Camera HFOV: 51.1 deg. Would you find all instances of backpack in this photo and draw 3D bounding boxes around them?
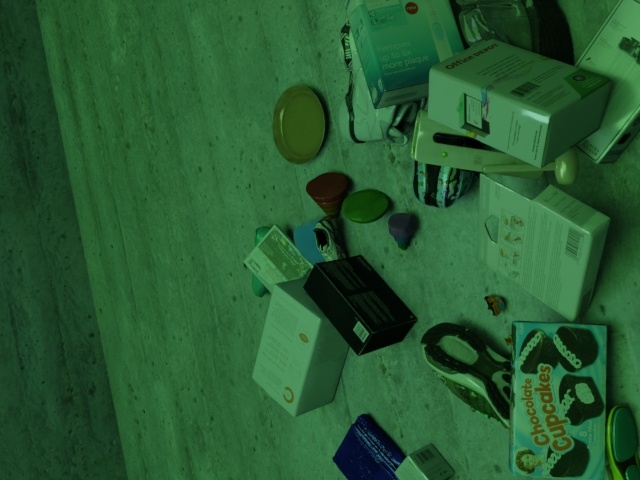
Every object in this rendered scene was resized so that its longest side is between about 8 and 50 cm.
[{"bbox_3d":[0.302,-0.168,1.608,0.158,0.117,0.173,16,107,44],"label":"backpack"}]

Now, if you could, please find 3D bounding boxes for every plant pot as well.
[{"bbox_3d":[-0.060,-0.348,2.022,0.236,0.032,0.236,10,105,45],"label":"plant pot"}]

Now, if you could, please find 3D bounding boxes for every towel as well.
[{"bbox_3d":[0.165,0.678,1.919,0.308,0.076,0.227,45,125,32],"label":"towel"}]

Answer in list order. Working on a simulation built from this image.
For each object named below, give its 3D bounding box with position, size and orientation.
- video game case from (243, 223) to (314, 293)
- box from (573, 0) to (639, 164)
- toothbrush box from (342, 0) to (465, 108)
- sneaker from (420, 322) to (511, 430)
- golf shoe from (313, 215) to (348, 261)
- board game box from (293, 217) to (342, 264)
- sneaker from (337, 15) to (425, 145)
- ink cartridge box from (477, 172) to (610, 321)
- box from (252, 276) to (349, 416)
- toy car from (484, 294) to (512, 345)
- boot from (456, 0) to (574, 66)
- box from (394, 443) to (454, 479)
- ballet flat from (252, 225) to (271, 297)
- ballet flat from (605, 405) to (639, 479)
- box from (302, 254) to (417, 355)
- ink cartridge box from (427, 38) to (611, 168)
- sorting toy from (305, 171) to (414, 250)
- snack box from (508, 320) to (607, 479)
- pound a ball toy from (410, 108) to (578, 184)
[{"bbox_3d":[-0.130,0.075,2.106,0.190,0.022,0.173,47,113,12],"label":"video game case"},{"bbox_3d":[0.587,-0.312,1.308,0.169,0.087,0.289,49,128,30],"label":"box"},{"bbox_3d":[0.198,-0.486,1.576,0.126,0.217,0.295,124,132,-78],"label":"toothbrush box"},{"bbox_3d":[0.416,0.368,1.599,0.410,0.158,0.182,40,154,33],"label":"sneaker"},{"bbox_3d":[0.022,0.028,1.932,0.068,0.086,0.186,-8,111,35],"label":"golf shoe"},{"bbox_3d":[0.000,0.000,2.008,0.169,0.033,0.133,-19,103,39],"label":"board game box"},{"bbox_3d":[0.159,-0.418,1.710,0.210,0.137,0.365,20,115,42],"label":"sneaker"},{"bbox_3d":[0.454,0.003,1.404,0.261,0.066,0.296,38,156,35],"label":"ink cartridge box"},{"bbox_3d":[-0.050,0.315,2.019,0.215,0.168,0.345,34,119,38],"label":"box"},{"bbox_3d":[0.435,0.185,1.599,0.041,0.060,0.122,-25,96,2],"label":"toy car"},{"bbox_3d":[0.415,-0.451,1.469,0.223,0.118,0.337,-10,87,56],"label":"boot"},{"bbox_3d":[0.275,0.616,1.774,0.102,0.101,0.087,49,129,30],"label":"box"},{"bbox_3d":[-0.172,0.078,2.177,0.087,0.083,0.247,12,107,30],"label":"ballet flat"},{"bbox_3d":[0.627,0.461,1.406,0.077,0.077,0.230,-21,83,63],"label":"ballet flat"},{"bbox_3d":[0.105,0.170,1.821,0.261,0.184,0.103,50,131,29],"label":"box"},{"bbox_3d":[0.377,-0.276,1.304,0.278,0.201,0.117,34,142,36],"label":"ink cartridge box"},{"bbox_3d":[0.112,-0.066,1.861,0.366,0.127,0.126,30,146,37],"label":"sorting toy"},{"bbox_3d":[0.499,0.334,1.413,0.187,0.060,0.321,1,87,6],"label":"snack box"},{"bbox_3d":[0.362,-0.208,1.404,0.319,0.208,0.135,8,99,3],"label":"pound a ball toy"}]
